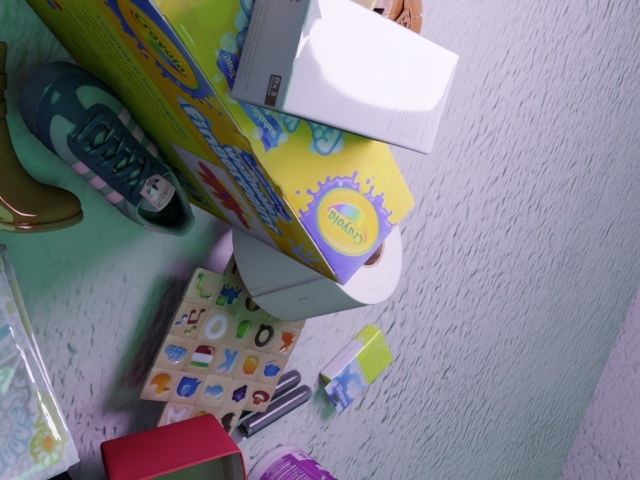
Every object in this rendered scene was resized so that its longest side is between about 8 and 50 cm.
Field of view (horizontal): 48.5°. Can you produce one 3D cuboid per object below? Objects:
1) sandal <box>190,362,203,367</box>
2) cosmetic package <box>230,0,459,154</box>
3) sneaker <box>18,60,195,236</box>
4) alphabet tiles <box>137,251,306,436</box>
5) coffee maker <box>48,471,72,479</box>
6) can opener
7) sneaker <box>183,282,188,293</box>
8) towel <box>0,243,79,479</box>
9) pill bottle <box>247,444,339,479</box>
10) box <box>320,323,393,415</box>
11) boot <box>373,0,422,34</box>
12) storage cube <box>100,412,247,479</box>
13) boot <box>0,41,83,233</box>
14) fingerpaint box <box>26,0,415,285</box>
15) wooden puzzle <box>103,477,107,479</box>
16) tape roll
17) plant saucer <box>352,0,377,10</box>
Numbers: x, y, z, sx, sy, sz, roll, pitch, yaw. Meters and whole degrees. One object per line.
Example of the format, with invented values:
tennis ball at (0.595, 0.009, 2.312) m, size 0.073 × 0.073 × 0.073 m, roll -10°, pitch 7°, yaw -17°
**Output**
sandal at (-0.187, 0.229, 1.261) m, size 0.255 × 0.054 × 0.097 m, roll -5°, pitch 123°, yaw -46°
cosmetic package at (0.032, -0.166, 0.712) m, size 0.231 × 0.085 × 0.117 m, roll 9°, pitch 100°, yaw -45°
sneaker at (-0.249, -0.105, 0.908) m, size 0.112 × 0.131 × 0.319 m, roll -52°, pitch 157°, yaw -9°
alphabet tiles at (-0.149, 0.179, 1.209) m, size 0.285 × 0.011 × 0.342 m, roll 21°, pitch 95°, yaw -47°
coffee maker at (-0.404, 0.402, 1.039) m, size 0.120 × 0.178 × 0.171 m, roll -41°, pitch 133°, yaw -23°
can opener at (-0.148, 0.346, 1.354) m, size 0.283 × 0.076 × 0.095 m, roll -24°, pitch 157°, yaw -35°
sneaker at (-0.161, 0.087, 1.206) m, size 0.152 × 0.061 × 0.053 m, roll 1°, pitch 110°, yaw -42°
towel at (-0.495, 0.180, 0.787) m, size 0.375 × 0.090 × 0.320 m, roll -18°, pitch 81°, yaw -37°
pill bottle at (-0.004, 0.551, 1.403) m, size 0.169 × 0.302 × 0.169 m, roll -21°, pitch 123°, yaw -36°
box at (0.074, 0.279, 1.534) m, size 0.178 × 0.042 × 0.109 m, roll -42°, pitch 132°, yaw -21°
boot at (0.116, -0.356, 1.249) m, size 0.152 × 0.073 × 0.197 m, roll -13°, pitch 120°, yaw -44°
storage cube at (-0.215, 0.395, 1.073) m, size 0.215 × 0.193 × 0.183 m, roll -12°, pitch 98°, yaw -21°
boot at (-0.403, -0.130, 0.854) m, size 0.284 × 0.109 × 0.220 m, roll 10°, pitch 99°, yaw -38°
fingerpaint box at (-0.127, -0.189, 0.879) m, size 0.163 × 0.371 × 0.444 m, roll -48°, pitch 134°, yaw -15°
wooden puzzle at (-0.314, 0.596, 1.292) m, size 0.322 × 0.080 × 0.347 m, roll 27°, pitch 90°, yaw -47°
tape roll at (0.000, 0.000, 1.162) m, size 0.246 × 0.169 × 0.246 m, roll 25°, pitch 57°, yaw -46°
plant saucer at (-0.035, -0.443, 1.054) m, size 0.333 × 0.081 × 0.332 m, roll 28°, pitch 90°, yaw -47°
